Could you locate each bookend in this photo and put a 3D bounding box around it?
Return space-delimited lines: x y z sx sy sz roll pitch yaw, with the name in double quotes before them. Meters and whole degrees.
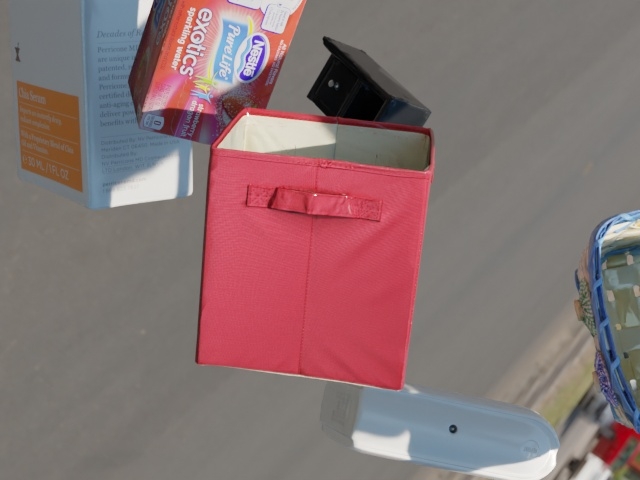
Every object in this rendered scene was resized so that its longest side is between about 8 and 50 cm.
"bookend" 0.030 -0.139 1.434 0.072 0.157 0.156 13 117 -43

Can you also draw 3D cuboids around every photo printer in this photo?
"photo printer" 0.170 0.264 1.664 0.256 0.307 0.107 165 -63 -78

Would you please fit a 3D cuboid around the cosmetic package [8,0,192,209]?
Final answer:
"cosmetic package" -0.292 -0.288 1.546 0.161 0.230 0.453 -10 108 -36

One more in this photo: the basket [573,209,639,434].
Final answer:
"basket" 0.362 0.077 1.116 0.201 0.255 0.289 -10 168 -13

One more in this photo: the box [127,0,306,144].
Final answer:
"box" -0.101 -0.235 1.218 0.123 0.128 0.257 -113 -140 -56

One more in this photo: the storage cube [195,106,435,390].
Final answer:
"storage cube" 0.000 0.000 1.046 0.215 0.183 0.193 -72 168 -74
